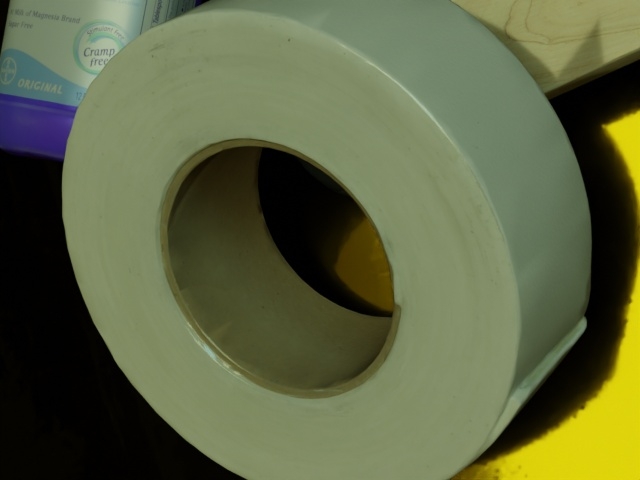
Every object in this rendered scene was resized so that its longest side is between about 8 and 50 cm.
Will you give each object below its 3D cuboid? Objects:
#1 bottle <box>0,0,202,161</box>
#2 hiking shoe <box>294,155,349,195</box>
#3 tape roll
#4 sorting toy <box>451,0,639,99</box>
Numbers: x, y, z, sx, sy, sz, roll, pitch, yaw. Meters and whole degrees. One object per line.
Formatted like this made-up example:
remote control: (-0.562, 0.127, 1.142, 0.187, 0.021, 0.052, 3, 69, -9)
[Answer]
bottle: (-0.127, -0.185, 0.914, 0.118, 0.092, 0.283, 12, 92, 21)
hiking shoe: (-0.019, -0.134, 0.861, 0.086, 0.114, 0.227, -22, 80, 19)
tape roll: (0.000, 0.000, 0.794, 0.286, 0.100, 0.286, 15, 120, 27)
sorting toy: (0.132, -0.213, 0.823, 0.257, 0.089, 0.256, -23, 80, 18)
